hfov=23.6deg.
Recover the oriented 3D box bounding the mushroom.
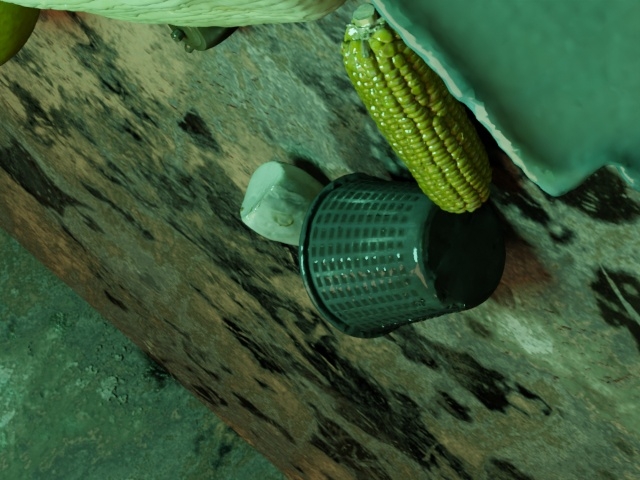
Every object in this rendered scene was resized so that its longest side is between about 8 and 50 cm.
[{"bbox_3d":[0.002,-0.003,1.779,0.081,0.092,0.223,-10,135,46],"label":"mushroom"}]

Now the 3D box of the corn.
[{"bbox_3d":[0.088,-0.116,1.377,0.080,0.080,0.238,19,149,49],"label":"corn"}]

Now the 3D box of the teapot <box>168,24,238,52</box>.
[{"bbox_3d":[-0.126,-0.231,1.554,0.076,0.068,0.121,38,161,10],"label":"teapot"}]

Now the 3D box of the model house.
[{"bbox_3d":[0.158,-0.198,0.937,0.280,0.230,0.249,48,-158,-11],"label":"model house"}]

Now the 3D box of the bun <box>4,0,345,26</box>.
[{"bbox_3d":[-0.138,-0.285,1.223,0.361,0.213,0.361,4,-178,0],"label":"bun"}]

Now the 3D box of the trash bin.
[{"bbox_3d":[0.091,0.010,1.540,0.161,0.175,0.175,-7,129,52],"label":"trash bin"}]

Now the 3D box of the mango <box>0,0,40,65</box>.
[{"bbox_3d":[-0.443,-0.352,1.689,0.301,0.220,0.445,44,160,11],"label":"mango"}]
